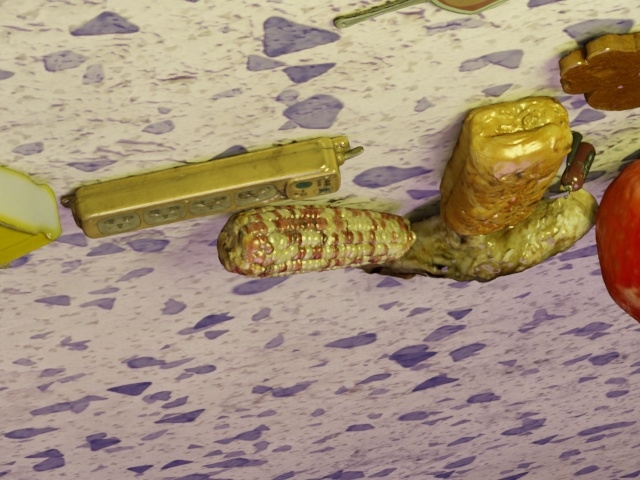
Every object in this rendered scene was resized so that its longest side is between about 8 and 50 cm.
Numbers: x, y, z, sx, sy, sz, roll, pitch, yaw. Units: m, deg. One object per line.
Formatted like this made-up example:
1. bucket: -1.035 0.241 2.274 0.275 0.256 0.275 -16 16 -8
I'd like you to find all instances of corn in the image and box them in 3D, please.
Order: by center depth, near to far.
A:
1. corn: 0.000 0.000 1.995 0.237 0.079 0.079 -1 157 -33

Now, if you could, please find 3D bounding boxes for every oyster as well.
1. oyster: 0.167 0.011 2.126 0.294 0.094 0.166 -23 167 41

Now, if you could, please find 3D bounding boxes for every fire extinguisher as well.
1. fire extinguisher: 0.268 -0.081 1.955 0.032 0.100 0.046 19 126 10

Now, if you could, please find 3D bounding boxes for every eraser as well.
1. eraser: -0.376 -0.004 1.768 0.226 0.069 0.158 -23 155 27

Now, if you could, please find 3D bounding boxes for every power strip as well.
1. power strip: -0.105 -0.052 1.842 0.305 0.044 0.064 -12 159 -3

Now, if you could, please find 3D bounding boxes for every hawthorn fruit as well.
1. hawthorn fruit: 0.413 0.014 1.997 0.242 0.242 0.272 -21 -166 22

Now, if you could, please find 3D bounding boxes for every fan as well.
1. fan: 0.115 -0.216 1.586 0.220 0.009 0.132 -17 159 10

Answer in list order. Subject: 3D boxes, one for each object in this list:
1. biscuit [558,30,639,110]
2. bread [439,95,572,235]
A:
1. biscuit: 0.299 -0.168 1.804 0.124 0.026 0.175 -28 156 33
2. bread: 0.187 -0.072 1.917 0.114 0.083 0.211 -14 162 -10
